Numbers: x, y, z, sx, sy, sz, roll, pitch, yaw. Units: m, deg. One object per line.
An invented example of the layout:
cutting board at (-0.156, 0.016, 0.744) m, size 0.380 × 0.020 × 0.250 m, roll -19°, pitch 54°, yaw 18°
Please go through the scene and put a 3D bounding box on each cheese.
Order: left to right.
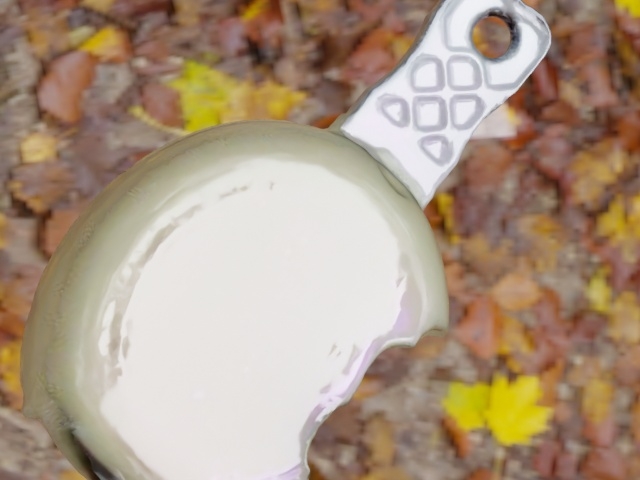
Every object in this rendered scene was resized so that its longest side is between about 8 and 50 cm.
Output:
cheese at (0.000, 0.000, 0.842) m, size 0.163 × 0.082 × 0.286 m, roll 46°, pitch 78°, yaw -10°
